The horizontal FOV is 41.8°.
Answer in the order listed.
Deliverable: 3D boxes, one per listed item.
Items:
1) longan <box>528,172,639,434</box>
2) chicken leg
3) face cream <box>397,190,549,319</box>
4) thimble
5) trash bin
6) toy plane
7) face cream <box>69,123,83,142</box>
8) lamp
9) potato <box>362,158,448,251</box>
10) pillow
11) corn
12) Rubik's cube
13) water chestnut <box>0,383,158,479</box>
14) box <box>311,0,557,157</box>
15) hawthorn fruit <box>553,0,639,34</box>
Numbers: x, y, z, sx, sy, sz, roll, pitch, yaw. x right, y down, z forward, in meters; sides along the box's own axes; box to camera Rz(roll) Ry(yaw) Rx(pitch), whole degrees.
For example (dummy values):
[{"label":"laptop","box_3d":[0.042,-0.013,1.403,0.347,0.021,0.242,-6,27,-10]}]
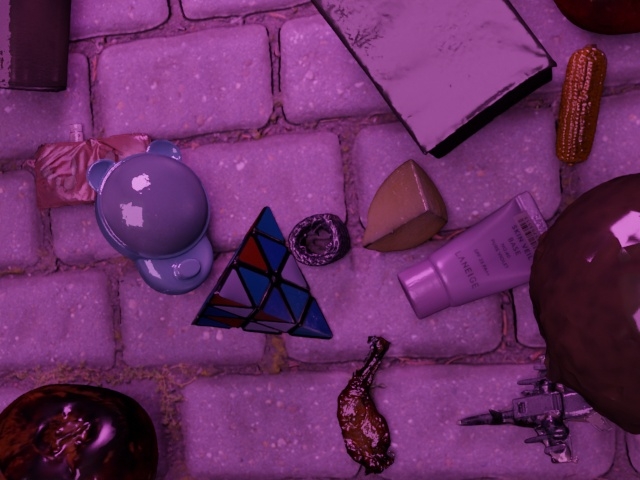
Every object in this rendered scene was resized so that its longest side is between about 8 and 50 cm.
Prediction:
[{"label":"longan","box_3d":[0.484,0.086,1.234,0.391,0.391,0.391,0,90,15]},{"label":"chicken leg","box_3d":[0.082,0.298,1.521,0.106,0.051,0.253,0,89,9]},{"label":"face cream","box_3d":[0.274,0.041,1.456,0.274,0.096,0.154,-27,80,1]},{"label":"thimble","box_3d":[-0.002,0.002,1.535,0.104,0.066,0.095,-35,80,16]},{"label":"trash bin","box_3d":[-0.580,-0.442,1.609,0.203,0.252,0.301,8,100,19]},{"label":"toy plane","box_3d":[0.353,0.291,1.427,0.262,0.088,0.192,-11,60,18]},{"label":"face cream","box_3d":[-0.490,-0.177,1.690,0.038,0.020,0.115,-4,90,14]},{"label":"lamp","box_3d":[-0.299,-0.036,1.556,0.209,0.147,0.284,-23,102,-27]},{"label":"potato","box_3d":[0.146,-0.055,1.505,0.149,0.081,0.120,-31,51,30]},{"label":"pillow","box_3d":[-0.446,-0.136,1.657,0.248,0.049,0.135,-6,90,7]},{"label":"corn","box_3d":[0.436,-0.229,1.411,0.068,0.068,0.207,11,94,15]},{"label":"Rubik's cube","box_3d":[-0.169,0.085,1.579,0.234,0.284,0.250,-31,56,34]},{"label":"water chestnut","box_3d":[-0.455,0.438,1.559,0.350,0.302,0.350,-6,49,7]},{"label":"box","box_3d":[0.189,-0.341,1.404,0.251,0.204,0.345,-36,83,13]},{"label":"hawthorn fruit","box_3d":[0.485,-0.416,1.314,0.230,0.210,0.266,-20,48,1]}]
